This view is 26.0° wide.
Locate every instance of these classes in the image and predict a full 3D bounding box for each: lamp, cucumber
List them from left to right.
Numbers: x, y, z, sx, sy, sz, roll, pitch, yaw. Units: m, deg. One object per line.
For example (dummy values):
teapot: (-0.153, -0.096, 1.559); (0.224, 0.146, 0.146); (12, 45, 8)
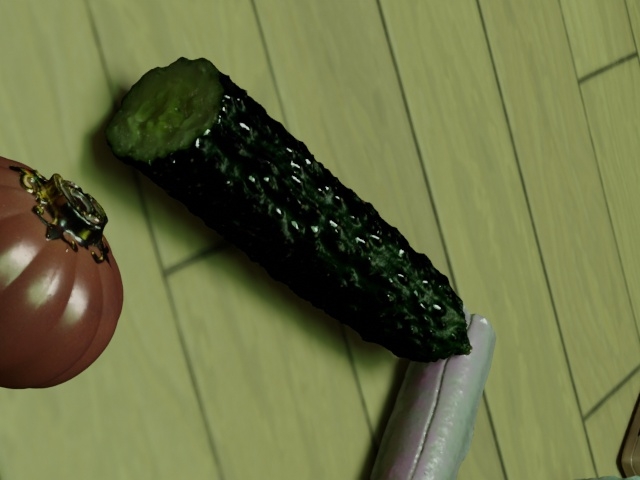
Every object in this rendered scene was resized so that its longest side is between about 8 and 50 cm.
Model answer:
lamp: (-0.133, 0.013, 0.583); (0.107, 0.092, 0.107); (46, 13, -14)
cucumber: (-0.001, 0.000, 0.786); (0.300, 0.072, 0.072); (41, 51, -43)

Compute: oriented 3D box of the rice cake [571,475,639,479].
rice cake: (0.195, 0.332, 0.986); (0.063, 0.066, 0.336); (39, 54, -44)

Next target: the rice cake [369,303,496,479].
rice cake: (0.056, 0.148, 0.850); (0.055, 0.049, 0.270); (43, 50, -23)

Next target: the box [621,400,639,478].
box: (0.285, 0.164, 1.184); (0.115, 0.025, 0.048); (-57, 132, -43)
